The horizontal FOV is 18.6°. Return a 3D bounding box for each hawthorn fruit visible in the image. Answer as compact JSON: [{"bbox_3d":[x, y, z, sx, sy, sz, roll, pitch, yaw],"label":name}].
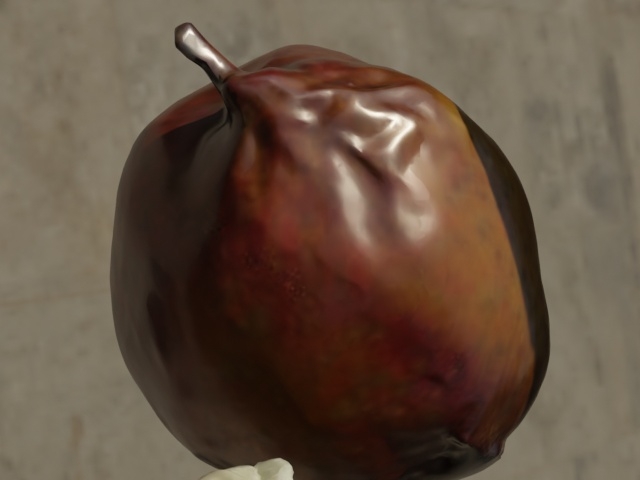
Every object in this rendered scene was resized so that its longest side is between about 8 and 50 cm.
[{"bbox_3d":[0.009,0.015,1.302,0.308,0.308,0.325,-56,168,-51],"label":"hawthorn fruit"}]

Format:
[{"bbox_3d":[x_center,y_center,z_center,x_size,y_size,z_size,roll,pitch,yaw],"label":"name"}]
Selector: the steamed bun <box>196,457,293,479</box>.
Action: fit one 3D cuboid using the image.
[{"bbox_3d":[-0.025,0.303,1.076,0.219,0.310,0.324,98,12,-45],"label":"steamed bun"}]
